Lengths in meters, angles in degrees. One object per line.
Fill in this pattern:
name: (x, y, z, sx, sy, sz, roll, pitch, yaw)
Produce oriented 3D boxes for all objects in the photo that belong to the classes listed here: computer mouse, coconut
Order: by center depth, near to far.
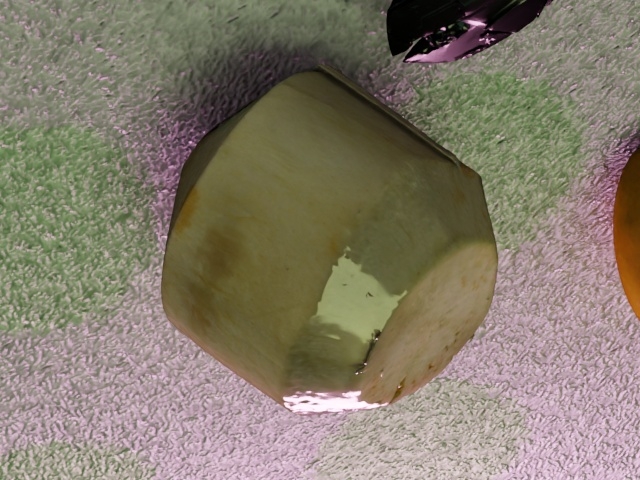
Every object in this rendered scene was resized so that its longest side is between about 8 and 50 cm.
computer mouse: (0.156, -0.239, 1.439, 0.242, 0.077, 0.146, -43, 131, 20)
coconut: (0.000, 0.000, 1.503, 0.323, 0.323, 0.323, -10, 134, -11)

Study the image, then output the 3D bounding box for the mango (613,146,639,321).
mango: (0.511, 0.038, 1.707, 0.446, 0.232, 0.300, 26, 101, -7)
